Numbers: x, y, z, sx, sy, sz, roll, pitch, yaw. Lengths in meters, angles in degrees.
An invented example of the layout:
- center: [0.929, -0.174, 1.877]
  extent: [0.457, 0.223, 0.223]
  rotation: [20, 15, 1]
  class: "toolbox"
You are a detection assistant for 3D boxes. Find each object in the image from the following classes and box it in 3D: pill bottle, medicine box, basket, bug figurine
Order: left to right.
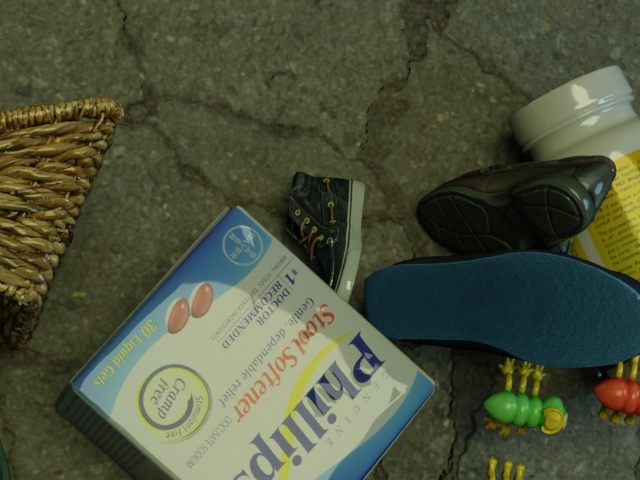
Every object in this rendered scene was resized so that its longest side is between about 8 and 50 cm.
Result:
- center: [-0.342, -0.042, 1.671]
  extent: [0.214, 0.299, 0.223]
  rotation: [22, 74, -7]
  class: "basket"
- center: [-0.079, 0.162, 1.769]
  extent: [0.289, 0.149, 0.263]
  rotation: [41, 70, -1]
  class: "medicine box"
- center: [0.269, 0.247, 1.816]
  extent: [0.216, 0.072, 0.279]
  rotation: [10, 107, -1]
  class: "bug figurine"
- center: [0.346, -0.018, 1.907]
  extent: [0.188, 0.188, 0.334]
  rotation: [-23, 83, -19]
  class: "pill bottle"

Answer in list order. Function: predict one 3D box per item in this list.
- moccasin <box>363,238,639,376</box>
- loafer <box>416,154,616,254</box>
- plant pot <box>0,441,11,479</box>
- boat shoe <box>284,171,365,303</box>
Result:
- center: [0.209, 0.056, 1.793]
  extent: [0.117, 0.342, 0.137]
  rotation: [-4, 101, -54]
  class: "moccasin"
- center: [0.217, -0.042, 1.851]
  extent: [0.084, 0.267, 0.096]
  rotation: [-42, 110, -30]
  class: "loafer"
- center: [-0.441, 0.228, 1.558]
  extent: [0.341, 0.334, 0.341]
  rotation: [4, 76, -15]
  class: "plant pot"
- center: [0.000, 0.000, 1.855]
  extent: [0.083, 0.065, 0.183]
  rotation: [10, 44, -6]
  class: "boat shoe"
